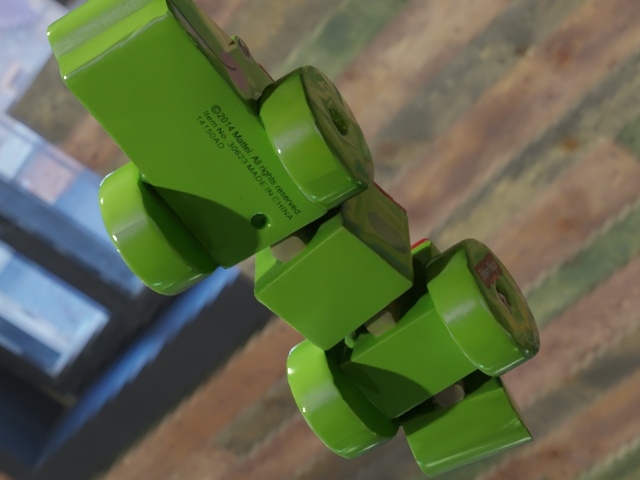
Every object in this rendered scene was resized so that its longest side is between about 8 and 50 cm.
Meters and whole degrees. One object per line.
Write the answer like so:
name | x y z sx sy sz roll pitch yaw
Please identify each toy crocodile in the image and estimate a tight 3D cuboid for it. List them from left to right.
toy crocodile | 0.000 0.000 0.935 0.115 0.340 0.105 -33 31 20
